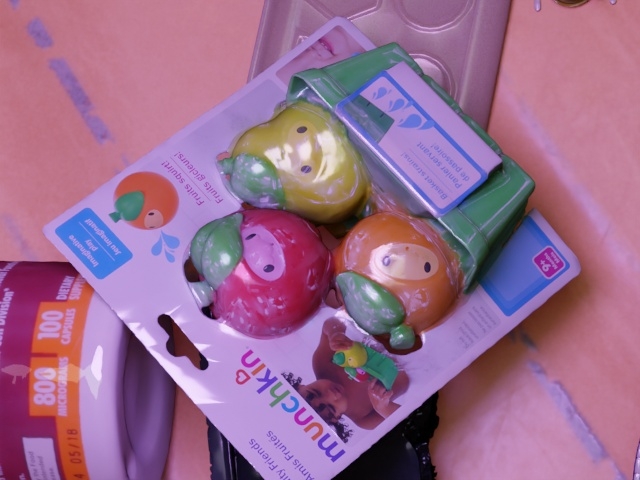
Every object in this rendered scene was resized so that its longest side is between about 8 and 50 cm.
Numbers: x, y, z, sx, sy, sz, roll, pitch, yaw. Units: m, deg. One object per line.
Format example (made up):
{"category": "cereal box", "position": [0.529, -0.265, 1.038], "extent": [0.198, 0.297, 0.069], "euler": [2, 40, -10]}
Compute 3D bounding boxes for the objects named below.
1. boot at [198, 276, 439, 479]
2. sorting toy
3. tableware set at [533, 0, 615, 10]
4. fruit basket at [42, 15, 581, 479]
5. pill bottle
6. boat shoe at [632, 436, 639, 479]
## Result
{"category": "boot", "position": [0.001, 0.126, 1.732], "extent": [0.207, 0.094, 0.246], "euler": [-7, 79, 10]}
{"category": "sorting toy", "position": [0.047, -0.143, 1.817], "extent": [0.229, 0.041, 0.307], "euler": [10, 80, 8]}
{"category": "tableware set", "position": [0.267, -0.273, 1.809], "extent": [0.154, 0.024, 0.104], "euler": [-6, 76, 10]}
{"category": "fruit basket", "position": [0.000, 0.000, 1.648], "extent": [0.353, 0.165, 0.327], "euler": [-35, 74, -28]}
{"category": "pill bottle", "position": [-0.344, 0.127, 1.728], "extent": [0.392, 0.224, 0.224], "euler": [0, 78, 10]}
{"category": "boat shoe", "position": [0.315, 0.161, 1.680], "extent": [0.066, 0.066, 0.183], "euler": [12, 80, 12]}
